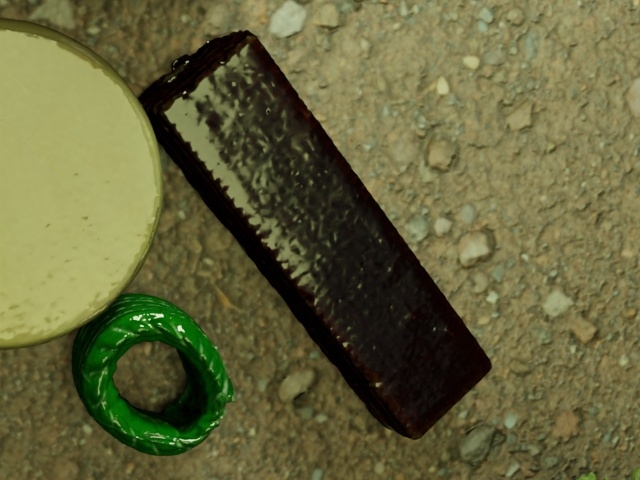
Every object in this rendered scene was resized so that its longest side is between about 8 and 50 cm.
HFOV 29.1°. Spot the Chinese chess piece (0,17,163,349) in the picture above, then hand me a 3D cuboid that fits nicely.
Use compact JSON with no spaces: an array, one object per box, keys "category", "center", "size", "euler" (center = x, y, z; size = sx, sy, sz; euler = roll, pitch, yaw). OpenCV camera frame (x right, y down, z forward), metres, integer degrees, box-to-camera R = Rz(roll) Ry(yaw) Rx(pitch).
[{"category":"Chinese chess piece","center":[-0.244,-0.042,0.937],"size":[0.251,0.097,0.250],"euler":[-3,98,-21]}]

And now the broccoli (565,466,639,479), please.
[{"category":"broccoli","center":[0.297,0.329,1.060],"size":[0.338,0.317,0.277],"euler":[-42,78,25]}]

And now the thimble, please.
[{"category":"thimble","center":[-0.137,0.110,1.001],"size":[0.130,0.090,0.118],"euler":[23,90,-22]}]

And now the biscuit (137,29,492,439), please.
[{"category":"biscuit","center":[0.000,0.000,1.055],"size":[0.107,0.073,0.388],"euler":[-42,109,-14]}]
